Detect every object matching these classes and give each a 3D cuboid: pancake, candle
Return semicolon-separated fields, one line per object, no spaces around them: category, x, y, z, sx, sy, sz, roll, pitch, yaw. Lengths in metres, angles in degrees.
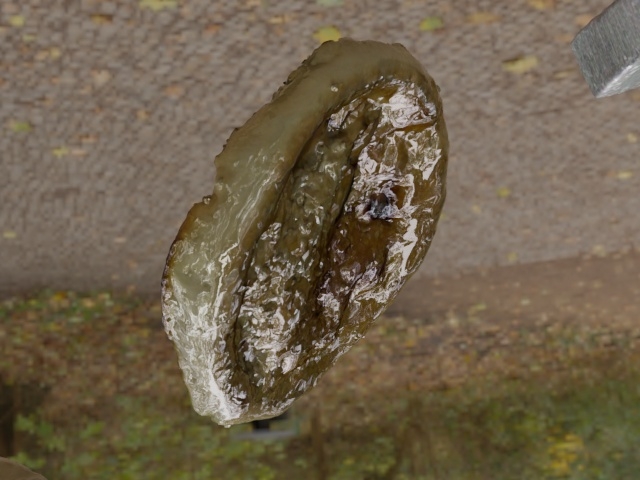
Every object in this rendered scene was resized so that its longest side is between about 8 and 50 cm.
pancake;-0.002;-0.001;0.954;0.065;0.356;0.356;28;179;26
candle;0.314;-0.190;1.082;0.169;0.068;0.192;-26;168;27

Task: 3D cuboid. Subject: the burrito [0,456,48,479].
burrito;-0.119;0.211;0.536;0.107;0.175;0.348;-24;-165;-21
